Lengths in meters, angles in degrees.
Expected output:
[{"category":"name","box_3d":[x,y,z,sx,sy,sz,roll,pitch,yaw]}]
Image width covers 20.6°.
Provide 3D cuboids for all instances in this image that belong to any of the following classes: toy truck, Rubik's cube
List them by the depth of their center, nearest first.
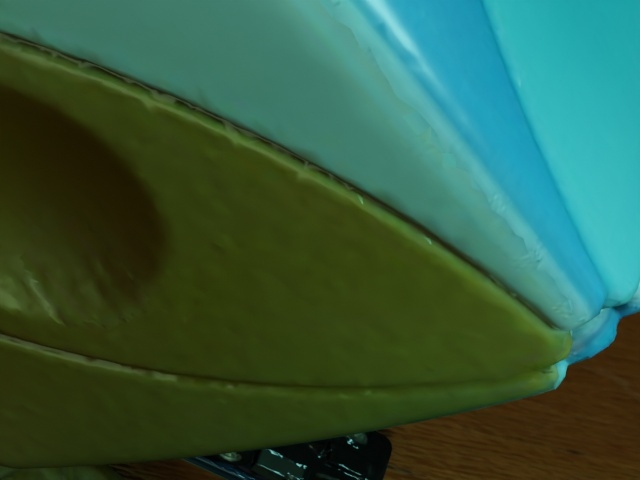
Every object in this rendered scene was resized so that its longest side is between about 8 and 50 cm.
[{"category":"Rubik's cube","box_3d":[-0.067,-0.141,0.704,0.352,0.351,0.347,-13,132,37]},{"category":"toy truck","box_3d":[-0.055,0.142,1.271,0.202,0.074,0.088,26,146,-9]}]

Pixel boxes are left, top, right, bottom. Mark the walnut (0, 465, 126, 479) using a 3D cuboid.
[{"category":"walnut","box_3d":[-0.254,0.305,1.388,0.306,0.306,0.344,8,134,13]}]
